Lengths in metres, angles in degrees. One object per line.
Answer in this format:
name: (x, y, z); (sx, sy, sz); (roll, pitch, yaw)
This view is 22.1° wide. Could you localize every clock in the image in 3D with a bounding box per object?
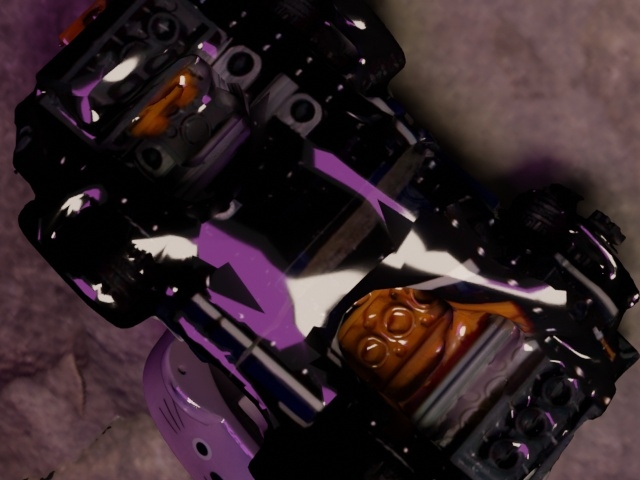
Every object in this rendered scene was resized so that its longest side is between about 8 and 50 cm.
clock: (-0.029, 0.098, 0.824); (0.152, 0.110, 0.050); (49, 123, 0)

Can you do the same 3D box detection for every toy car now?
toy car: (-0.001, -0.001, 0.748); (0.193, 0.118, 0.301); (-45, 86, -1)
